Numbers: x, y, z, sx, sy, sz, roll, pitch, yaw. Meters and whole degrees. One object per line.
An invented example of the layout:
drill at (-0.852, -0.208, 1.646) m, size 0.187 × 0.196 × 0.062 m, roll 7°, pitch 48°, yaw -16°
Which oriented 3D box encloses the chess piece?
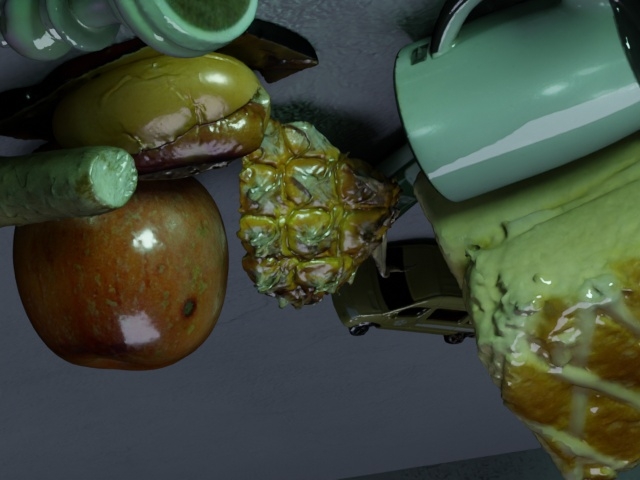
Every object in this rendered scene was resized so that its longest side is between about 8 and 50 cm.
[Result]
chess piece at (-0.188, -0.201, 1.421) m, size 0.271 × 0.139 × 0.139 m, roll -10°, pitch 162°, yaw 41°

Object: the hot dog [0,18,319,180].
hot dog at (-0.164, -0.107, 1.664) m, size 0.326 × 0.107 × 0.194 m, roll -20°, pitch 156°, yaw 33°

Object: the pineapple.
pineapple at (0.005, 0.000, 1.845) m, size 0.158 × 0.161 × 0.334 m, roll 9°, pitch 154°, yaw 11°

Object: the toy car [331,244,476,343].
toy car at (0.140, 0.062, 2.205) m, size 0.256 × 0.101 × 0.124 m, roll 7°, pitch 151°, yaw -35°

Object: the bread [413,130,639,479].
bread at (0.338, 0.030, 1.771) m, size 0.371 × 0.279 × 0.390 m, roll -24°, pitch 142°, yaw 10°

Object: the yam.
yam at (-0.322, -0.049, 1.674) m, size 0.371 × 0.083 × 0.083 m, roll -2°, pitch 168°, yaw 45°

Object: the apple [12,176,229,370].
apple at (-0.206, 0.035, 1.807) m, size 0.253 × 0.253 × 0.253 m, roll -6°, pitch 159°, yaw -2°

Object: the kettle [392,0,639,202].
kettle at (0.194, -0.165, 1.581) m, size 0.236 × 0.161 × 0.221 m, roll -18°, pitch 126°, yaw 25°

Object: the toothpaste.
toothpaste at (0.097, -0.074, 1.898) m, size 0.098 × 0.061 × 0.392 m, roll 10°, pitch 157°, yaw -22°
